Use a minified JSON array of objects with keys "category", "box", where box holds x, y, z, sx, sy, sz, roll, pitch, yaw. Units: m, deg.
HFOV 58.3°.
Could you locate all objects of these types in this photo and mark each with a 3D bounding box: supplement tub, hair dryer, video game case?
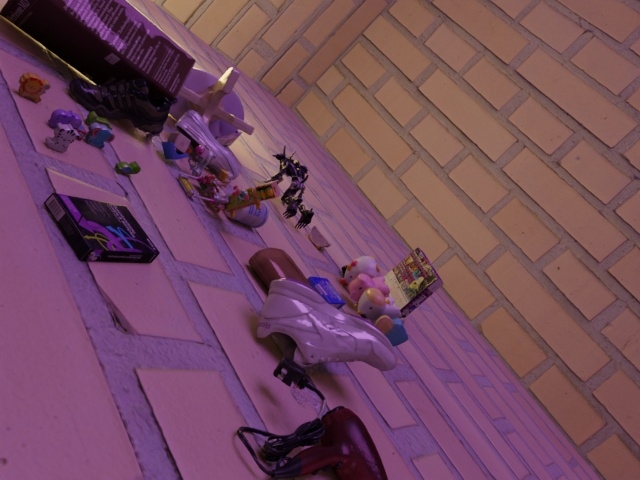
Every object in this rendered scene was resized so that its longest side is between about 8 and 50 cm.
[{"category":"supplement tub","box":[-0.188,-0.077,1.467,0.071,0.071,0.107,53,15,28]},{"category":"hair dryer","box":[0.003,0.337,0.885,0.294,0.080,0.223,39,30,-6]},{"category":"video game case","box":[0.308,0.152,2.009,0.042,0.210,0.232,40,14,-24]}]

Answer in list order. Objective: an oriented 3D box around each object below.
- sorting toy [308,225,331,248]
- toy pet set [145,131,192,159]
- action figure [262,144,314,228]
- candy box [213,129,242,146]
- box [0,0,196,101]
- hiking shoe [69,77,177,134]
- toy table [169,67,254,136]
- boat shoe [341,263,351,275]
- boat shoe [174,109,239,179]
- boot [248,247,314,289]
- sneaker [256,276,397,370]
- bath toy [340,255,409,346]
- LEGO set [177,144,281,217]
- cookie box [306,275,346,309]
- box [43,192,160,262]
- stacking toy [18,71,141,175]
[{"category":"sorting toy","box":[0.000,0.000,1.891,0.083,0.045,0.075,50,6,18]},{"category":"toy pet set","box":[-0.372,-0.227,1.423,0.114,0.065,0.122,11,-17,41]},{"category":"action figure","box":[-0.109,-0.177,1.875,0.164,0.141,0.275,30,36,-45]},{"category":"candy box","box":[-0.369,-0.403,1.876,0.196,0.070,0.165,47,13,4]},{"category":"box","box":[-0.507,-0.471,1.334,0.191,0.143,0.381,-4,-34,48]},{"category":"hiking shoe","box":[-0.444,-0.331,1.298,0.227,0.114,0.086,17,30,-41]},{"category":"toy table","box":[-0.328,-0.388,1.661,0.274,0.252,0.161,12,14,-30]},{"category":"boat shoe","box":[0.111,0.135,1.830,0.040,0.049,0.142,-8,51,-30]},{"category":"boat shoe","box":[-0.318,-0.245,1.576,0.083,0.075,0.226,-8,-55,50]},{"category":"boot","box":[-0.017,0.138,1.321,0.269,0.089,0.236,51,14,25]},{"category":"sneaker","box":[0.009,0.199,1.120,0.305,0.152,0.114,31,-23,-15]},{"category":"bath toy","box":[0.140,0.162,1.662,0.348,0.129,0.151,-109,177,-57]},{"category":"LEGO set","box":[-0.234,-0.128,1.343,0.287,0.132,0.107,28,7,35]},{"category":"cookie box","box":[0.008,0.140,1.489,0.092,0.040,0.107,52,14,21]},{"category":"box","box":[-0.341,-0.017,0.909,0.116,0.029,0.162,50,12,16]},{"category":"stacking toy","box":[-0.456,-0.219,1.107,0.167,0.052,0.221,53,14,26]}]
